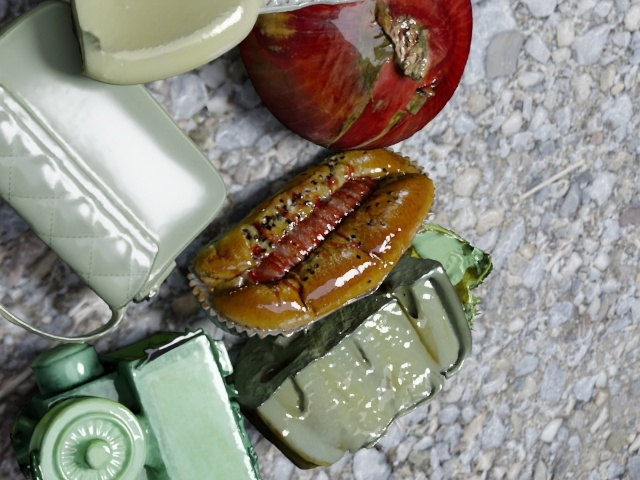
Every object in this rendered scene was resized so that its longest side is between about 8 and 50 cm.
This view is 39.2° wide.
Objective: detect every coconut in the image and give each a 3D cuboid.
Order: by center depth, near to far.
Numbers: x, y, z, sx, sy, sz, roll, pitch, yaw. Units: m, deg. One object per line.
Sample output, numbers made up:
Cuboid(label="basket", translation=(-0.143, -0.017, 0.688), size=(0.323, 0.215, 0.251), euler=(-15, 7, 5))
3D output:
Cuboid(label="coconut", translation=(0.122, 0.046, 0.978), size=(0.133, 0.055, 0.158), euler=(-31, 111, -20))

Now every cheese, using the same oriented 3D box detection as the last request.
Cuboid(label="cheese", translation=(-0.076, -0.199, 0.719), size=(0.251, 0.054, 0.127), euler=(-11, 88, -15))

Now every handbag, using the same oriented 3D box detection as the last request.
Cuboid(label="handbag", translation=(-0.217, -0.047, 0.743), size=(0.256, 0.079, 0.219), euler=(51, 62, -26))

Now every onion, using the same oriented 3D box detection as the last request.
Cuboid(label="onion", translation=(0.041, -0.202, 0.841), size=(0.248, 0.161, 0.248), euler=(8, 76, -38))

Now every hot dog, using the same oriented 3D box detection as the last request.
Cuboid(label="hot dog", translation=(0.000, 0.000, 0.863), size=(0.268, 0.144, 0.075), euler=(-37, 151, -25))

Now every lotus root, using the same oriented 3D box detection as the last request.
Cuboid(label="lotus root", translation=(0.026, 0.113, 0.887), size=(0.235, 0.138, 0.119), euler=(-33, 120, -11))

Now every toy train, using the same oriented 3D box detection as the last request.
Cuboid(label="toy train", translation=(-0.152, 0.208, 0.785), size=(0.188, 0.159, 0.272), euler=(-21, 95, -26))
